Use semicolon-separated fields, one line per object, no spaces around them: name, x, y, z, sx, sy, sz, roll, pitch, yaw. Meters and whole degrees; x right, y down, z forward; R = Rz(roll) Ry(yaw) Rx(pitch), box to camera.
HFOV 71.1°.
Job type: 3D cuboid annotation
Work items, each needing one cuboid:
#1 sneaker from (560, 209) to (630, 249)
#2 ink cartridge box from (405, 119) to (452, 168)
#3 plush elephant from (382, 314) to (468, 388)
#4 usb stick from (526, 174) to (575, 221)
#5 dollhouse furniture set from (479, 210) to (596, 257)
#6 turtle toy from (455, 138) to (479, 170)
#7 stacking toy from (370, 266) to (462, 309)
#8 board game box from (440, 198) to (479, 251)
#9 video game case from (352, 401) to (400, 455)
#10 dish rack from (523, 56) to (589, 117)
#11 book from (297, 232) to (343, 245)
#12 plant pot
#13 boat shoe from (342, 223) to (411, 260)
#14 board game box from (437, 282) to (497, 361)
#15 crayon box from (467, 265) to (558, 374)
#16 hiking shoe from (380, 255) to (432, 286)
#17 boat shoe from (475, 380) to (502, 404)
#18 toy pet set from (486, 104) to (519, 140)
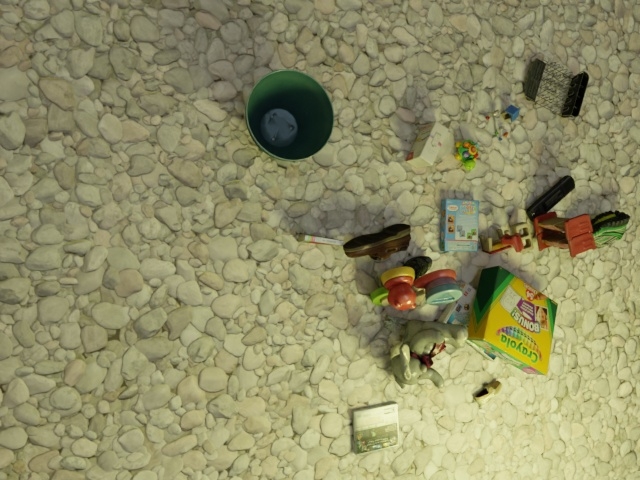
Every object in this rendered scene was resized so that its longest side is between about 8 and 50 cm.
sneaker;1.208;-0.015;1.981;0.343;0.134;0.146;-15;116;-7
ink cartridge box;0.419;-0.385;1.731;0.067;0.115;0.198;28;82;-16
plush elephant;0.376;0.433;1.670;0.329;0.272;0.256;10;73;11
usb stick;1.010;-0.185;1.959;0.278;0.045;0.077;-38;109;-13
dollhouse furniture set;0.874;0.008;1.816;0.374;0.201;0.152;-18;100;-7
turtle toy;0.602;-0.349;1.814;0.095;0.066;0.130;2;91;-17
stacking toy;0.340;0.215;1.627;0.308;0.279;0.130;2;58;-20
board game box;0.568;-0.061;1.826;0.160;0.039;0.212;1;92;-18
video game case;0.218;0.733;1.747;0.190;0.022;0.173;-4;92;-18
dish rack;1.009;-0.663;1.931;0.271;0.074;0.208;19;85;-17
book;0.000;0.000;1.619;0.144;0.096;0.035;9;89;-18
plant pot;-0.121;-0.403;1.519;0.290;0.195;0.290;-1;92;-17
boat shoe;0.221;0.027;1.663;0.307;0.110;0.105;-16;113;-28
board game box;0.651;0.339;1.855;0.305;0.053;0.193;38;79;-15
crayon box;0.781;0.325;1.807;0.362;0.106;0.313;30;65;-19
hiking shoe;0.350;0.128;1.723;0.226;0.114;0.086;-26;99;-15
boat shoe;0.706;0.633;1.882;0.135;0.050;0.045;-38;107;-13
toy pet set;0.774;-0.500;1.865;0.114;0.065;0.122;-40;103;-12
